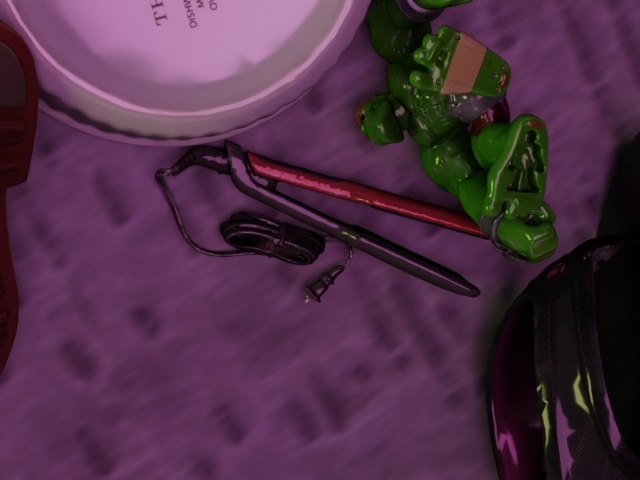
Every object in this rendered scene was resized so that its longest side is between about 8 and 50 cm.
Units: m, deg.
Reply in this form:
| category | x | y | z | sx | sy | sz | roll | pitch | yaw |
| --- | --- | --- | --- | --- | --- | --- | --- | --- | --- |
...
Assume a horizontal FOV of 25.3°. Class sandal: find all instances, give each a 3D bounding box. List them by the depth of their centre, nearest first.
| category | x | y | z | sx | sy | sz | roll | pitch | yaw |
| --- | --- | --- | --- | --- | --- | --- | --- | --- | --- |
| sandal | 0.160 | 0.138 | 0.920 | 0.107 | 0.167 | 0.446 | 11 | 99 | -19 |

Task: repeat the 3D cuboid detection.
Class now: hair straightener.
| category | x | y | z | sx | sy | sz | roll | pitch | yaw |
| --- | --- | --- | --- | --- | --- | --- | --- | --- | --- |
| hair straightener | 0.000 | 0.000 | 0.920 | 0.230 | 0.047 | 0.089 | 16 | 97 | -15 |

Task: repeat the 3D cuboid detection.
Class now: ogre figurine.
| category | x | y | z | sx | sy | sz | roll | pitch | yaw |
| --- | --- | --- | --- | --- | --- | --- | --- | --- | --- |
| ogre figurine | 0.083 | -0.083 | 0.880 | 0.097 | 0.118 | 0.197 | -47 | 114 | -6 |

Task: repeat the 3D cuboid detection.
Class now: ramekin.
| category | x | y | z | sx | sy | sz | roll | pitch | yaw |
| --- | --- | --- | --- | --- | --- | --- | --- | --- | --- |
| ramekin | -0.085 | -0.181 | 0.823 | 0.272 | 0.127 | 0.273 | -3 | 102 | -13 |

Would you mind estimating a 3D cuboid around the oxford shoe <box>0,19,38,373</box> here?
| category | x | y | z | sx | sy | sz | roll | pitch | yaw |
| --- | --- | --- | --- | --- | --- | --- | --- | --- | --- |
| oxford shoe | -0.254 | 0.005 | 0.831 | 0.123 | 0.130 | 0.348 | -11 | 130 | -48 |
